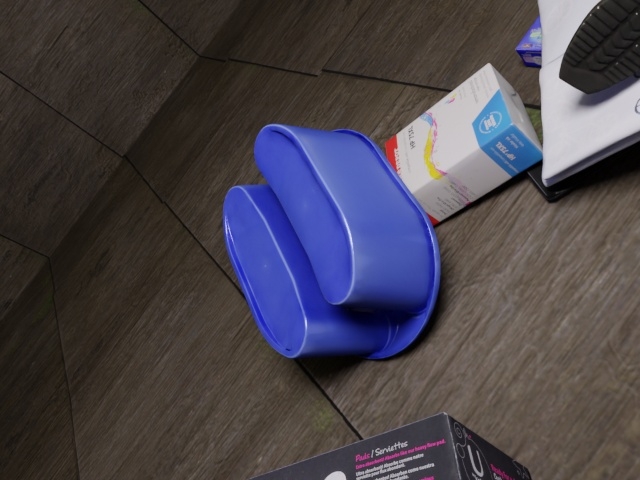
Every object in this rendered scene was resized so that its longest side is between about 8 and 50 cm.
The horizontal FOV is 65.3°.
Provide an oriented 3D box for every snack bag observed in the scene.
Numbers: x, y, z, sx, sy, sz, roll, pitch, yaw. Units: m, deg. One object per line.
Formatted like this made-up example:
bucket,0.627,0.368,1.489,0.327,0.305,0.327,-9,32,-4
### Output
snack bag,0.352,-0.261,0.509,0.323,0.037,0.342,-37,35,57

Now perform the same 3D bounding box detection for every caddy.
caddy,0.013,-0.002,0.673,0.241,0.179,0.341,-54,50,36

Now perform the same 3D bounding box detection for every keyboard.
keyboard,0.329,-0.131,0.599,0.180,0.023,0.108,-37,45,20

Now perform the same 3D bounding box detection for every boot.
boot,0.312,-0.249,0.475,0.197,0.077,0.137,-56,6,45

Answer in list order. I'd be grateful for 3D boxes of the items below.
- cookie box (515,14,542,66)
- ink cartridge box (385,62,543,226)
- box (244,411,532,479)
cookie box,0.346,-0.296,0.698,0.107,0.040,0.092,-54,36,0
ink cartridge box,0.169,-0.112,0.690,0.231,0.078,0.134,-35,39,35
box,0.056,0.275,0.442,0.247,0.163,0.142,-30,38,27
